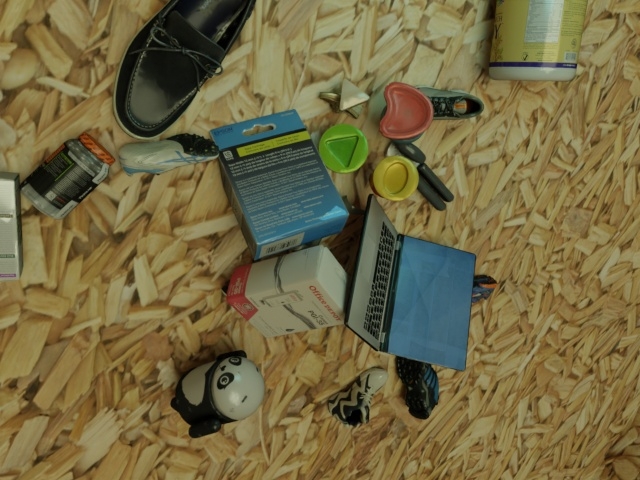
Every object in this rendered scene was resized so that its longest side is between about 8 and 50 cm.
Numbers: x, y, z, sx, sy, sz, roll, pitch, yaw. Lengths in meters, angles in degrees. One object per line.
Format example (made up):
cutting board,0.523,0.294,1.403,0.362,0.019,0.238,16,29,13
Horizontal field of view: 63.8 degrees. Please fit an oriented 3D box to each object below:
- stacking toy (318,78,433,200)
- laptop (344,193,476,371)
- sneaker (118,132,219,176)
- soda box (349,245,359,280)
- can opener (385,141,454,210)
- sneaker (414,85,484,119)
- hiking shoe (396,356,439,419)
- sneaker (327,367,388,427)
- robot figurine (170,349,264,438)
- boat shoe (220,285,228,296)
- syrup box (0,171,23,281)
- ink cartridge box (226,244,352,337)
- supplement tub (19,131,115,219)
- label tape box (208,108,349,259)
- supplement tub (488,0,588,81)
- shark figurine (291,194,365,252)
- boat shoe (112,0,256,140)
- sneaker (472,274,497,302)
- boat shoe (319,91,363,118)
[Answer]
stacking toy,0.148,-0.275,1.411,0.280,0.130,0.308,17,88,-1
laptop,0.275,0.126,1.461,0.408,0.237,0.381,47,49,-54
sneaker,-0.367,-0.205,1.261,0.238,0.085,0.086,-7,142,-9
soda box,0.129,0.112,1.592,0.058,0.061,0.181,10,102,-25
can opener,0.308,-0.196,1.546,0.283,0.095,0.076,42,88,-22
sneaker,0.352,-0.397,1.494,0.272,0.108,0.100,-7,111,-20
hiking shoe,0.346,0.463,1.796,0.132,0.113,0.303,-24,112,-48
sneaker,0.148,0.527,1.686,0.235,0.153,0.094,-26,117,-13
robot figurine,-0.285,0.417,1.415,0.174,0.278,0.208,9,64,-54
boat shoe,-0.228,0.161,1.462,0.042,0.049,0.133,-49,126,2
syrup box,-0.729,-0.032,1.157,0.097,0.093,0.236,0,107,-24
ink cartridge box,-0.074,0.143,1.381,0.283,0.117,0.207,-15,133,26
supplement tub,-0.571,-0.149,1.174,0.190,0.117,0.117,-44,118,-4
label tape box,-0.115,-0.151,1.333,0.249,0.115,0.347,-19,68,-18
supplement tub,0.617,-0.624,1.456,0.241,0.241,0.331,-6,109,-22
shark figurine,0.006,-0.007,1.471,0.278,0.166,0.116,-41,95,-35
boat shoe,-0.305,-0.448,1.170,0.187,0.156,0.500,35,93,-30
sneaker,0.509,0.179,1.770,0.222,0.083,0.087,-2,116,-19
boat shoe,0.055,-0.369,1.407,0.136,0.050,0.045,13,96,-26
